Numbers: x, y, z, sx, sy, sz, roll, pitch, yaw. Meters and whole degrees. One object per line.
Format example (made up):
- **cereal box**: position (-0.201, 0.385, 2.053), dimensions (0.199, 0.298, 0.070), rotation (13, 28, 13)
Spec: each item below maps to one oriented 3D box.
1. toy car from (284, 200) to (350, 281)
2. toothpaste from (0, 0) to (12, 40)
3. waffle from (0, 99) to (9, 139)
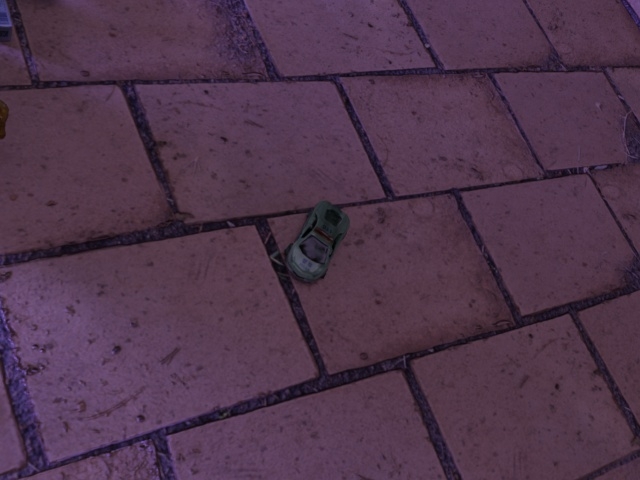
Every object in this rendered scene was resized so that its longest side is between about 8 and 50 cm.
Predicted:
- **toy car**: position (0.000, 0.000, 1.467), dimensions (0.093, 0.058, 0.186), rotation (36, 49, -8)
- **toothpaste**: position (-0.599, -0.441, 1.410), dimensions (0.034, 0.046, 0.164), rotation (-9, 66, -31)
- **waffle**: position (-0.588, -0.183, 1.119), dimensions (0.249, 0.253, 0.056), rotation (-23, 60, -23)
